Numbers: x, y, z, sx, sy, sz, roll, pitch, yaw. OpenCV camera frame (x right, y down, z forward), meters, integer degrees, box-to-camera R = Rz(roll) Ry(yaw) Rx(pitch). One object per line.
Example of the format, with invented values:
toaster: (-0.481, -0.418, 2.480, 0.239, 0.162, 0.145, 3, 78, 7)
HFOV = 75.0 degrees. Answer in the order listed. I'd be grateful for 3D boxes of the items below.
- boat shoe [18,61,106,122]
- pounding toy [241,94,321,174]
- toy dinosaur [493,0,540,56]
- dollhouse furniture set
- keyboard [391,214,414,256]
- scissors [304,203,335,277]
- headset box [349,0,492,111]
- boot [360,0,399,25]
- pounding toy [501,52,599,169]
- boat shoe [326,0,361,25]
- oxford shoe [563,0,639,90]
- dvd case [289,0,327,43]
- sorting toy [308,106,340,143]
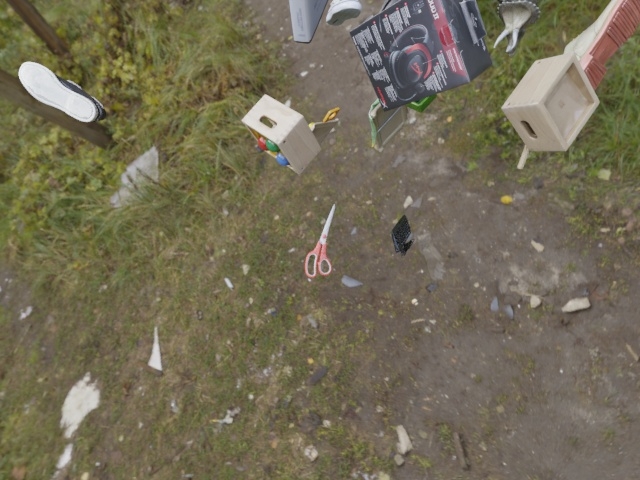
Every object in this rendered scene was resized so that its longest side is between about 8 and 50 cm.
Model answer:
boat shoe: (-0.373, -0.214, 0.608, 0.125, 0.038, 0.046, 29, 102, -2)
pounding toy: (-0.095, -0.233, 0.989, 0.181, 0.206, 0.094, 37, 84, 28)
toy dinosaur: (0.431, -0.586, 0.950, 0.121, 0.160, 0.313, -25, 84, 46)
dollhouse furniture set: (0.222, -0.462, 1.339, 0.151, 0.197, 0.301, 39, 81, 27)
keyboard: (0.271, -0.016, 1.323, 0.038, 0.100, 0.192, -10, 15, 27)
scissors: (0.000, 0.000, 1.634, 0.109, 0.021, 0.297, 4, 90, -8)
headset box: (0.236, -0.450, 0.963, 0.110, 0.218, 0.293, -40, 22, -29)
boot: (0.284, -0.749, 1.521, 0.263, 0.229, 0.091, -41, 6, 10)
pounding toy: (0.387, -0.214, 0.722, 0.130, 0.141, 0.100, -53, 27, -7)
boat shoe: (0.068, -0.759, 1.348, 0.226, 0.083, 0.075, -142, 55, -64)
oxford shoe: (0.867, -0.647, 1.321, 0.397, 0.140, 0.146, -59, 36, 11)
dvd case: (-0.005, -0.351, 0.386, 0.022, 0.253, 0.180, 11, 62, 10)
sorting toy: (-0.028, -0.463, 1.812, 0.047, 0.196, 0.348, 52, 132, 6)
